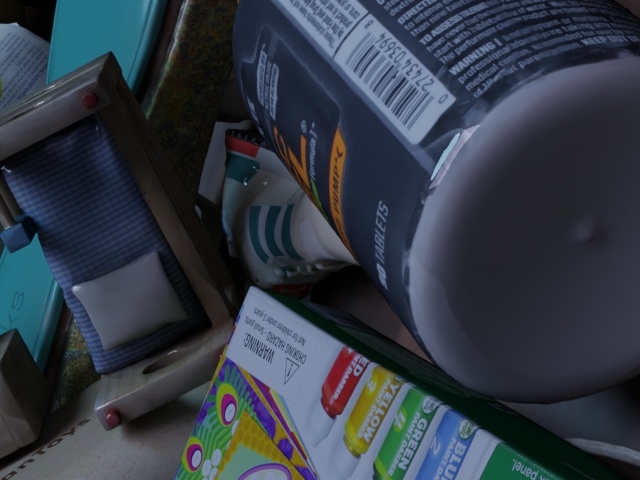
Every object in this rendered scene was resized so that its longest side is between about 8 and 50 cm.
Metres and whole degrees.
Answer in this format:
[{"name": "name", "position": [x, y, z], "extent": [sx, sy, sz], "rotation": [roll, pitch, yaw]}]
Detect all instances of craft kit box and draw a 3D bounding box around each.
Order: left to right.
[{"name": "craft kit box", "position": [0.004, 0.165, 0.540], "extent": [0.250, 0.061, 0.247], "rotation": [26, 98, 59]}]

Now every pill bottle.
[{"name": "pill bottle", "position": [0.046, -0.056, 0.613], "extent": [0.130, 0.130, 0.246], "rotation": [-60, 32, 16]}]

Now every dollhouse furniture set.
[{"name": "dollhouse furniture set", "position": [-0.142, 0.024, 0.695], "extent": [0.183, 0.129, 0.129], "rotation": [-27, 12, 1]}]

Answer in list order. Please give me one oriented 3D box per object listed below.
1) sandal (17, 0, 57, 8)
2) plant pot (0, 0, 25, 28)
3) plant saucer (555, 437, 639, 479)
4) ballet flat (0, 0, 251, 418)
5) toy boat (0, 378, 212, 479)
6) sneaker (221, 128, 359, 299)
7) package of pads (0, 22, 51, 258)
[{"name": "sandal", "position": [-0.107, -0.147, 0.944], "extent": [0.254, 0.097, 0.054], "rotation": [5, 105, 59]}, {"name": "plant pot", "position": [-0.296, -0.184, 1.077], "extent": [0.239, 0.254, 0.254], "rotation": [85, 174, -48]}, {"name": "plant saucer", "position": [0.067, 0.218, 0.508], "extent": [0.310, 0.050, 0.311], "rotation": [-33, 48, 46]}, {"name": "ballet flat", "position": [-0.088, -0.046, 0.820], "extent": [0.123, 0.123, 0.349], "rotation": [28, 104, 58]}, {"name": "toy boat", "position": [-0.095, 0.162, 0.707], "extent": [0.231, 0.151, 0.151], "rotation": [-36, 13, -24]}, {"name": "sneaker", "position": [0.000, 0.000, 0.738], "extent": [0.161, 0.057, 0.075], "rotation": [32, 117, 57]}, {"name": "package of pads", "position": [-0.251, 0.027, 0.972], "extent": [0.296, 0.101, 0.229], "rotation": [-40, 16, 46]}]
